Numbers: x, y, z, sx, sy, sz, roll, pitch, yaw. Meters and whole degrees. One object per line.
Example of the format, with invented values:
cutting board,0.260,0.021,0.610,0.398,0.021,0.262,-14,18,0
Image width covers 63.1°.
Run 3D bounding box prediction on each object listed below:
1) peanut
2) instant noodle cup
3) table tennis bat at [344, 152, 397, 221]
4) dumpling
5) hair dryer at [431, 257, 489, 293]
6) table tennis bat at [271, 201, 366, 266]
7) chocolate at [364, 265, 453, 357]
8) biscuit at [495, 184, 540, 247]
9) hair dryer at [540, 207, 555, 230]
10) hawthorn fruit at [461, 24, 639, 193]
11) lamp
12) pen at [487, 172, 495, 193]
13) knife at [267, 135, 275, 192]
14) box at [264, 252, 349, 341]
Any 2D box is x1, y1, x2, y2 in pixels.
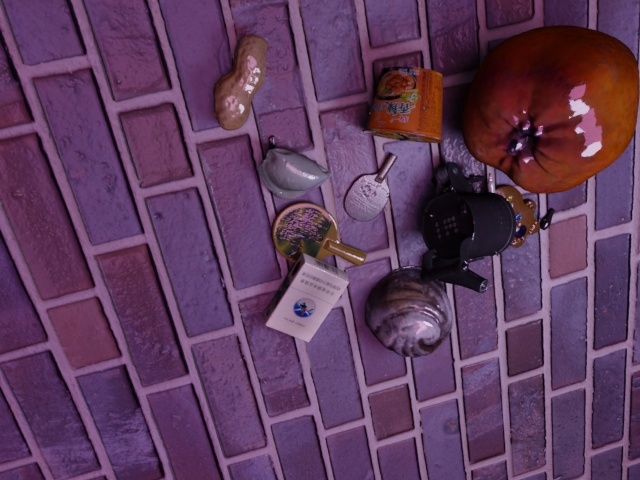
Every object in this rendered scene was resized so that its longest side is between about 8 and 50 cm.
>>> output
peanut,-0.213,-0.423,1.405,0.117,0.101,0.263,20,104,-38
instant noodle cup,0.244,-0.379,1.465,0.230,0.230,0.182,6,98,-14
table tennis bat,0.166,-0.165,1.621,0.131,0.022,0.234,28,103,-18
dumpling,-0.078,-0.194,1.525,0.217,0.149,0.104,12,67,-22
hair dryer,0.501,0.073,1.703,0.272,0.235,0.091,-23,122,-31
table tennis bat,0.000,0.000,1.630,0.321,0.050,0.198,25,104,-15
chocolate,0.314,0.256,1.694,0.303,0.213,0.303,-3,109,-10
biscuit,0.635,-0.083,1.742,0.180,0.039,0.236,-44,110,6
hair dryer,0.763,-0.076,1.755,0.083,0.031,0.079,16,99,-61
hawthorn fruit,0.633,-0.371,1.448,0.472,0.472,0.471,-4,109,-11
lamp,0.459,-0.037,1.592,0.272,0.205,0.374,18,65,-28
pen,0.559,-0.113,1.689,0.026,0.026,0.218,-13,107,-8
knife,-0.147,-0.224,1.536,0.023,0.010,0.170,-1,110,-13
box,-0.046,0.183,1.647,0.164,0.069,0.256,26,110,-19
